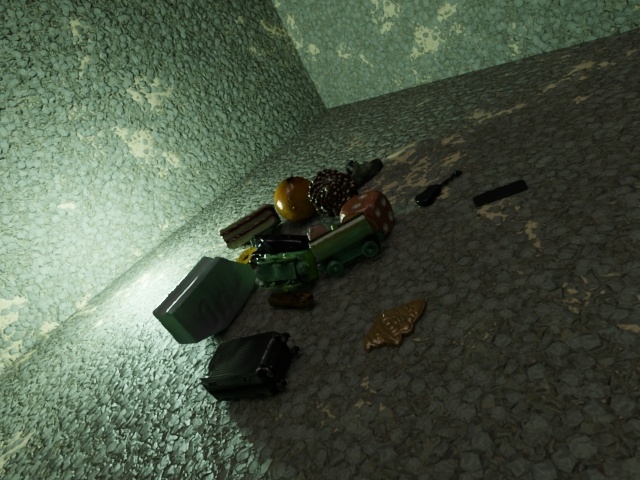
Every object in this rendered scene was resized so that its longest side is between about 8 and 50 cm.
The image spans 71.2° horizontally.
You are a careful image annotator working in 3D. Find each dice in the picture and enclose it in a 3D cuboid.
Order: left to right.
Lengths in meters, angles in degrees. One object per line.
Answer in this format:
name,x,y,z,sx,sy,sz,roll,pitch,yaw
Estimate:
dice,0.202,-0.103,1.913,0.175,0.174,0.179,-9,34,40

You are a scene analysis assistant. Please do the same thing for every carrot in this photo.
carrot,-0.119,0.237,1.781,0.229,0.069,0.069,-6,35,43

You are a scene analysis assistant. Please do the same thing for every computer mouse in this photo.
computer mouse,-0.155,0.019,2.147,0.264,0.088,0.147,0,14,12

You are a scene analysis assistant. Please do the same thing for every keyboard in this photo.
keyboard,0.686,-0.181,1.716,0.197,0.015,0.074,-21,31,21

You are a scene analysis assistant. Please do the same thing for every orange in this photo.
orange,-0.126,-0.221,2.392,0.246,0.246,0.246,-25,27,13

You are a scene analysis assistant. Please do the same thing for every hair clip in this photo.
hair clip,0.003,0.004,1.982,0.123,0.138,0.102,-25,31,-4

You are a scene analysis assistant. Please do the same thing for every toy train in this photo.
toy train,-0.141,0.121,1.873,0.272,0.159,0.188,-9,4,39
toy train,0.102,0.019,1.783,0.307,0.189,0.126,-28,29,10

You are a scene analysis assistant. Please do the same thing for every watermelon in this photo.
watermelon,-0.302,-0.010,2.423,0.187,0.071,0.139,-32,5,-29

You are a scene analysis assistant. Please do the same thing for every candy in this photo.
candy,-0.383,-0.076,2.482,0.321,0.135,0.179,-29,2,3

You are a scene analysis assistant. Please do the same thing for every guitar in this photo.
guitar,0.524,-0.240,1.965,0.271,0.038,0.084,-39,28,-16

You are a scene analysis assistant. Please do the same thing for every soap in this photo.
soap,-0.472,0.240,1.925,0.156,0.261,0.446,-11,31,37

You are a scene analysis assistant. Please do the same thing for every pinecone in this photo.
pinecone,0.066,-0.242,2.235,0.264,0.264,0.264,-25,27,13

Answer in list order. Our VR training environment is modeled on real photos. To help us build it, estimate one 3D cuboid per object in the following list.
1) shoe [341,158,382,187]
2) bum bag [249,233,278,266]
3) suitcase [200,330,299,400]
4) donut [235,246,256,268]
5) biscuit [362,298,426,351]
shoe,0.213,-0.393,2.445,0.293,0.149,0.109,-43,27,-20
bum bag,-0.270,0.056,2.206,0.144,0.095,0.340,9,27,-9
suitcase,-0.239,0.421,1.507,0.312,0.128,0.202,-17,29,28
donut,-0.368,0.101,2.292,0.152,0.058,0.152,-25,27,14
biscuit,0.233,0.261,1.404,0.250,0.035,0.162,-35,30,-12
